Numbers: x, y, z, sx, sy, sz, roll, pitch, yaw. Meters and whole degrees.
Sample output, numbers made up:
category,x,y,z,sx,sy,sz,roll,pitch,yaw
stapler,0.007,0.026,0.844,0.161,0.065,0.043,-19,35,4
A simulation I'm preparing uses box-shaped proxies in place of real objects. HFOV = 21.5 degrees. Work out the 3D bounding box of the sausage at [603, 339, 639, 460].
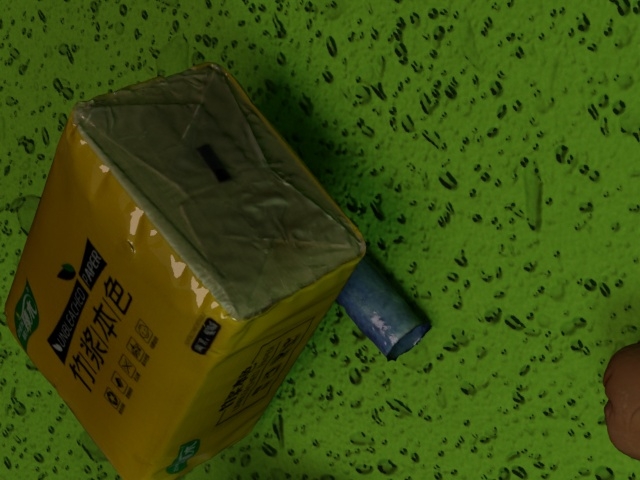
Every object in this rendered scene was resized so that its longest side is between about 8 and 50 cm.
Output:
category,x,y,z,sx,sy,sz,roll,pitch,yaw
sausage,0.392,0.158,1.512,0.304,0.121,0.121,4,104,40

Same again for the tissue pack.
category,x,y,z,sx,sy,sz,roll,pitch,yaw
tissue pack,-0.160,0.044,1.807,0.293,0.228,0.382,50,144,16

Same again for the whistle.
category,x,y,z,sx,sy,sz,roll,pitch,yaw
whistle,0.000,0.000,1.825,0.304,0.062,0.062,49,126,19
